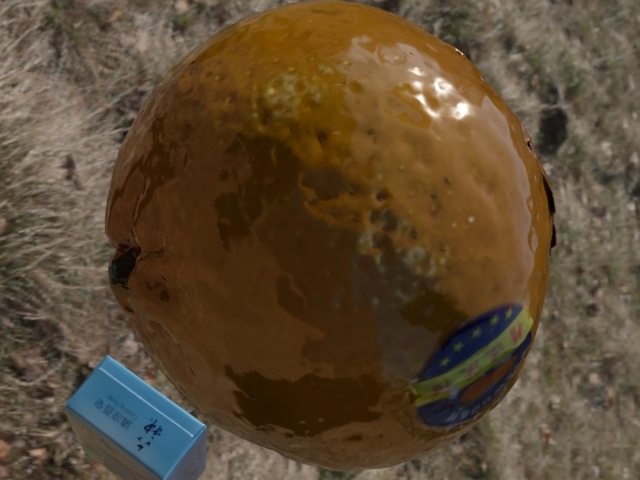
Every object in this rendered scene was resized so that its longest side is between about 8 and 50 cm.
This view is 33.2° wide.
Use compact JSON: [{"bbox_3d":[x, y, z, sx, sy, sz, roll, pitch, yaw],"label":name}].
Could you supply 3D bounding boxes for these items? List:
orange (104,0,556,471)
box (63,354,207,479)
[{"bbox_3d":[0.002,0.001,0.500,0.193,0.219,0.219,-28,105,-9],"label":"orange"},{"bbox_3d":[-0.215,0.237,1.277,0.143,0.232,0.083,35,69,9],"label":"box"}]
